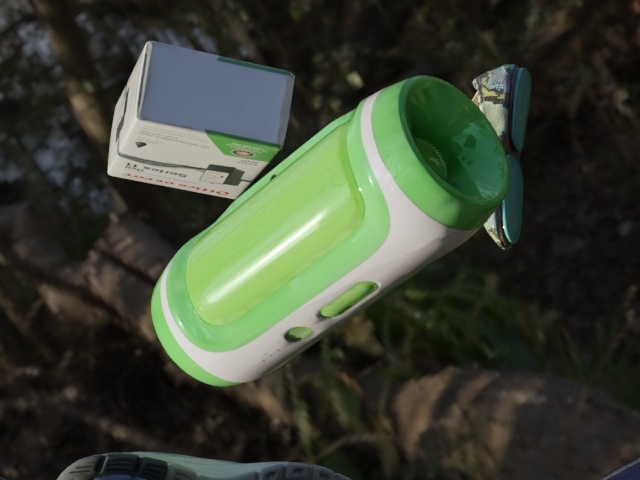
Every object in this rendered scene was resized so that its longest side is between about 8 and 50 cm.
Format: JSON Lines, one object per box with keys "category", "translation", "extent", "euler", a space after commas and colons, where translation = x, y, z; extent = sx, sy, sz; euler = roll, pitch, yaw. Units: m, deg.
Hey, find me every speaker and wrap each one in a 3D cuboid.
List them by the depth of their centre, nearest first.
{"category": "speaker", "translation": [0.000, 0.000, 1.176], "extent": [0.296, 0.131, 0.131], "euler": [-37, 11, 37]}

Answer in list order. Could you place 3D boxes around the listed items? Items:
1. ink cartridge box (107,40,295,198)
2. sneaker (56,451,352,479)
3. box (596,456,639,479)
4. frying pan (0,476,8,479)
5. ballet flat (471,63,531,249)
{"category": "ink cartridge box", "translation": [-0.128, -0.118, 1.610], "extent": [0.208, 0.153, 0.087], "euler": [140, 139, -71]}
{"category": "sneaker", "translation": [-0.079, 0.222, 1.322], "extent": [0.129, 0.297, 0.111], "euler": [-169, 92, -79]}
{"category": "box", "translation": [0.085, 0.285, 0.615], "extent": [0.296, 0.294, 0.183], "euler": [-26, -20, -14]}
{"category": "frying pan", "translation": [-0.185, 0.197, 0.958], "extent": [0.326, 0.053, 0.197], "euler": [-7, 38, -31]}
{"category": "ballet flat", "translation": [0.158, -0.076, 1.459], "extent": [0.070, 0.070, 0.188], "euler": [-17, 53, 42]}
